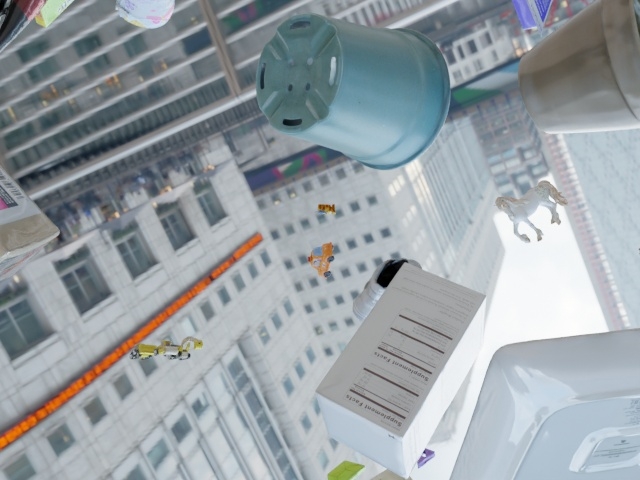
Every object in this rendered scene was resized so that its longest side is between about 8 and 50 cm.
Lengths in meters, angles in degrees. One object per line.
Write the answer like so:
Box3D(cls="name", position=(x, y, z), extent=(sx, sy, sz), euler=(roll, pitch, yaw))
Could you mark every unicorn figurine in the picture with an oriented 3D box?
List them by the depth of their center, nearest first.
Box3D(cls="unicorn figurine", position=(0.370, -0.053, 1.240), extent=(0.162, 0.111, 0.060), euler=(-41, -169, -34))

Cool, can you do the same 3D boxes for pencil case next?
Box3D(cls="pencil case", position=(-0.353, -0.516, 1.381), extent=(0.124, 0.114, 0.273), euler=(-8, -179, -14))

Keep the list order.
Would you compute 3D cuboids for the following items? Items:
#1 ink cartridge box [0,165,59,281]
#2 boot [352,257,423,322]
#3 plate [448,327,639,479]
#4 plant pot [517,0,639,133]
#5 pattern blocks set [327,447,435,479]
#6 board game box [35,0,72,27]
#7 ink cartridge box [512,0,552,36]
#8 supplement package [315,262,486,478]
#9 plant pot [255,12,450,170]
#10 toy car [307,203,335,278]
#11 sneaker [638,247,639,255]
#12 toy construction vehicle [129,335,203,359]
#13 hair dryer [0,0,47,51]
Box3D(cls="ink cartridge box", position=(-0.401, -0.058, 0.714), extent=(0.088, 0.235, 0.193), euler=(-40, -170, 0))
Box3D(cls="boot", position=(0.177, 0.085, 1.550), extent=(0.258, 0.095, 0.123), euler=(-36, 161, -46))
Box3D(cls="plate", position=(0.275, 0.182, 0.658), extent=(0.277, 0.278, 0.045), euler=(-5, -135, -7))
Box3D(cls="plant pot", position=(0.591, -0.357, 1.471), extent=(0.280, 0.323, 0.323), euler=(-17, -167, 44))
Box3D(cls="pattern blocks set", position=(0.115, 0.502, 1.266), extent=(0.325, 0.026, 0.285), euler=(-38, -138, -28))
Box3D(cls="board game box", position=(-0.618, -0.616, 1.557), extent=(0.124, 0.039, 0.259), euler=(-60, 175, -28))
Box3D(cls="ink cartridge box", position=(0.323, -0.460, 1.136), extent=(0.045, 0.206, 0.208), euler=(-13, -147, 35))
Box3D(cls="supplement package", position=(0.119, 0.178, 0.976), extent=(0.133, 0.139, 0.244), euler=(22, -124, 27))
Box3D(cls="plant pot", position=(0.058, -0.339, 1.549), extent=(0.341, 0.341, 0.334), euler=(-14, 171, 40))
Box3D(cls="toy car", position=(0.000, 0.000, 1.141), extent=(0.040, 0.122, 0.060), euler=(6, 144, -8))
Box3D(cls="sneaker", position=(0.768, 0.060, 1.463), extent=(0.088, 0.093, 0.225), euler=(-23, -152, -17))
Box3D(cls="toy construction vehicle", position=(-0.250, 0.173, 1.126), extent=(0.086, 0.035, 0.098), euler=(12, 159, -40))
Box3D(cls="hair dryer", position=(-0.277, -0.310, 0.751), extent=(0.293, 0.224, 0.080), euler=(-11, 176, -3))
